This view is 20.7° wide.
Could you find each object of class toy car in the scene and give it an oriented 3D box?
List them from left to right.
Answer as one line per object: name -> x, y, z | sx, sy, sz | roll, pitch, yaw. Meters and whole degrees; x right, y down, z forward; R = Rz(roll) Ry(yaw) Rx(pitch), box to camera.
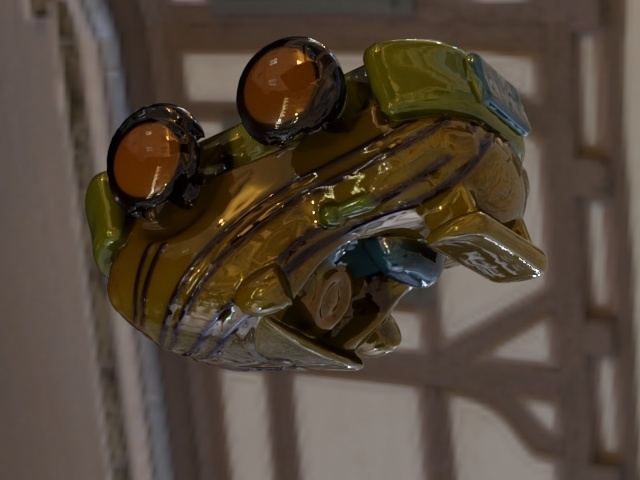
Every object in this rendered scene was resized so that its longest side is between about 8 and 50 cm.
toy car -> 0.000, 0.000, 0.941 | 0.200, 0.248, 0.142 | 25, -135, -55
